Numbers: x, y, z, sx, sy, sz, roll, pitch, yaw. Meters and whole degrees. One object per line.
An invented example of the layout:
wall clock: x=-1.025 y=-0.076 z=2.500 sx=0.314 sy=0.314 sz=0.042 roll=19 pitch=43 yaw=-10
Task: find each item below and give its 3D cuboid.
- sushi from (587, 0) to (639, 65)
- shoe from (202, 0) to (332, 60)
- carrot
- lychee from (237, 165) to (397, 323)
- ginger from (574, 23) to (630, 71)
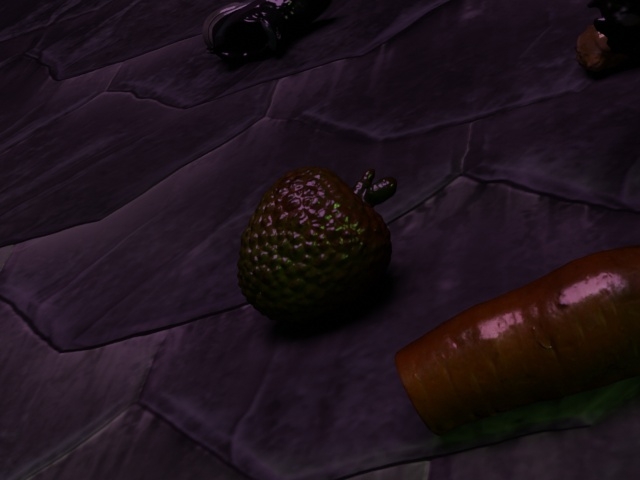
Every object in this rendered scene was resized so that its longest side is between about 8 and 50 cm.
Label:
sushi: x=0.333 y=-0.206 z=1.034 sx=0.219 sy=0.239 sz=0.225 roll=132 pitch=153 yaw=-70
shoe: x=-0.060 y=-0.255 z=1.678 sx=0.169 sy=0.071 sz=0.099 roll=-24 pitch=29 yaw=9
carrot: x=0.144 y=0.061 z=0.892 sx=0.193 sy=0.087 sz=0.087 roll=-20 pitch=26 yaw=5
lychee: x=0.000 y=0.000 z=1.096 sx=0.146 sy=0.114 sz=0.114 roll=-47 pitch=29 yaw=-4
ginger: x=0.307 y=-0.209 z=1.285 sx=0.165 sy=0.067 sz=0.096 roll=-13 pitch=49 yaw=19
